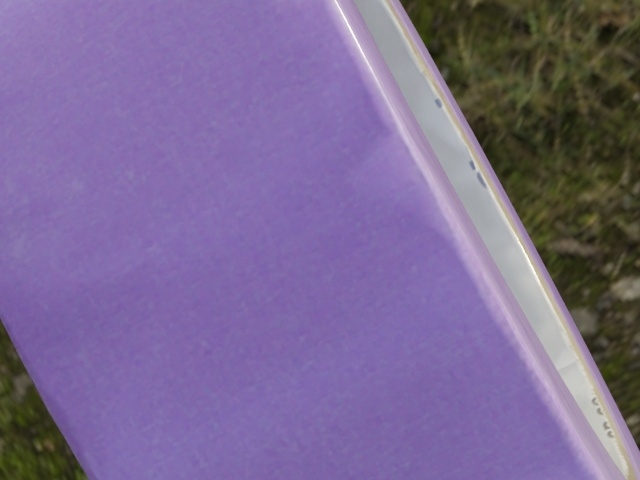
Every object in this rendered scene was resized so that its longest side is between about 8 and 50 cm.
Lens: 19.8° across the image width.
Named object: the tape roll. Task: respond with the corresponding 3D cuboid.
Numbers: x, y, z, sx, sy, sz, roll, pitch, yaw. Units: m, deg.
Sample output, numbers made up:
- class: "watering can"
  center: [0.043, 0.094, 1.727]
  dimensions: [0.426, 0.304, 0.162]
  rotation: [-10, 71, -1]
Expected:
- class: "tape roll"
  center: [0.000, 0.000, 0.479]
  dimensions: [0.090, 0.275, 0.275]
  rotation: [-29, 79, 7]
